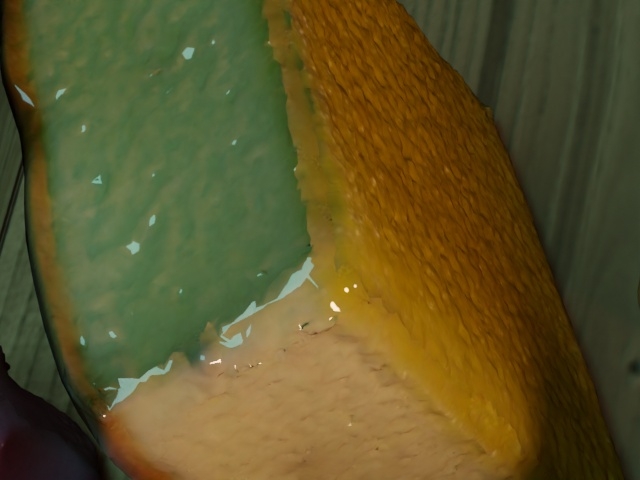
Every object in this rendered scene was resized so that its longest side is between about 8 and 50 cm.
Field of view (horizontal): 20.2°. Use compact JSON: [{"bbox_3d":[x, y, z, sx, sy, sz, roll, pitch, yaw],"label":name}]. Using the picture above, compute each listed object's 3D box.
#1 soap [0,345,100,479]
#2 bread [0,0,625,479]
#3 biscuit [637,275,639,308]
[{"bbox_3d":[-0.271,0.204,1.020,0.220,0.127,0.325,12,72,36],"label":"soap"},{"bbox_3d":[0.000,0.000,0.826,0.143,0.333,0.324,-28,51,15],"label":"bread"},{"bbox_3d":[0.302,-0.071,0.843,0.275,0.052,0.355,35,88,39],"label":"biscuit"}]
